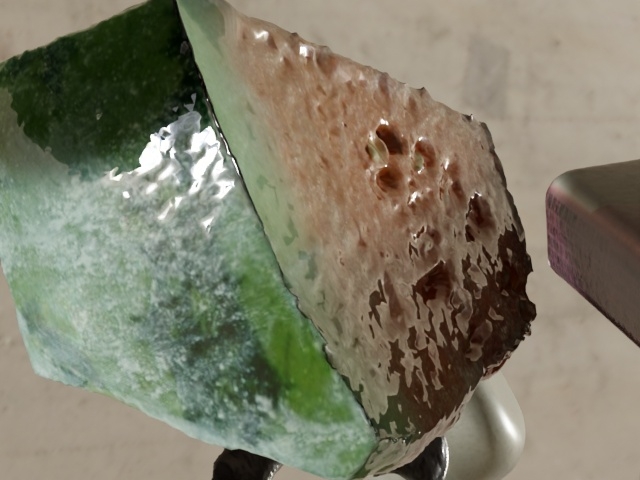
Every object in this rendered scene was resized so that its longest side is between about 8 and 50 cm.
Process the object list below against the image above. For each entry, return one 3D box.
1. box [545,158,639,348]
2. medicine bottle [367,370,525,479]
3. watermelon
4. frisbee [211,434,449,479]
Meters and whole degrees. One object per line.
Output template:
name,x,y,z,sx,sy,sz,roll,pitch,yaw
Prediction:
box,0.196,0.018,0.856,0.120,0.224,0.069,-10,-69,-13
medicine bottle,0.008,0.014,1.312,0.123,0.282,0.375,-35,-90,3
watermelon,0.000,0.000,0.785,0.256,0.139,0.193,-10,-97,-55
frisbee,-0.025,0.101,0.915,0.211,0.012,0.187,36,-134,-20
